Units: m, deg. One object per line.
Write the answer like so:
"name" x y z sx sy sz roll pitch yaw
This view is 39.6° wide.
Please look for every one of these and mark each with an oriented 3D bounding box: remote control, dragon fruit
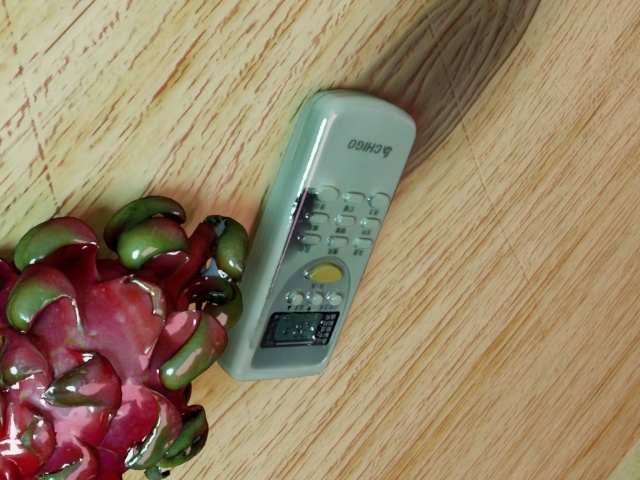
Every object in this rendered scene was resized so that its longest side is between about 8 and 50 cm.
"remote control" 0.000 0.000 0.859 0.140 0.056 0.296 4 113 -47
"dragon fruit" -0.169 0.077 0.653 0.272 0.218 0.198 -59 177 -4
